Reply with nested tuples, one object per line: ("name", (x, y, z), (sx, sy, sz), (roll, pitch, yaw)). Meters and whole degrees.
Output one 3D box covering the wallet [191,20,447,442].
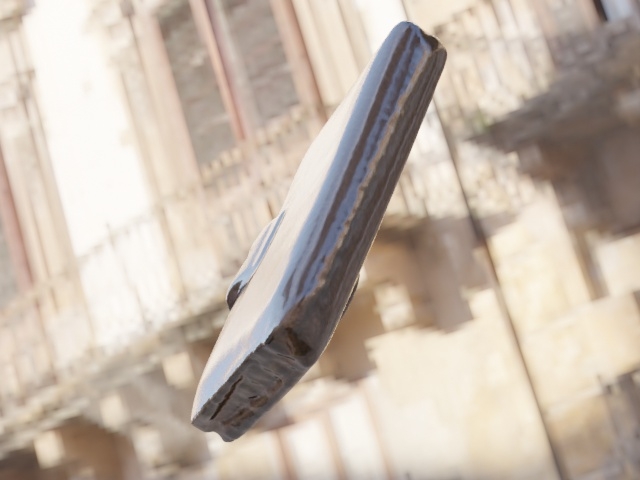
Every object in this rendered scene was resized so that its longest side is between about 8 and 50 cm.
("wallet", (0.000, 0.000, 0.765), (0.038, 0.153, 0.118), (27, -30, -9))
